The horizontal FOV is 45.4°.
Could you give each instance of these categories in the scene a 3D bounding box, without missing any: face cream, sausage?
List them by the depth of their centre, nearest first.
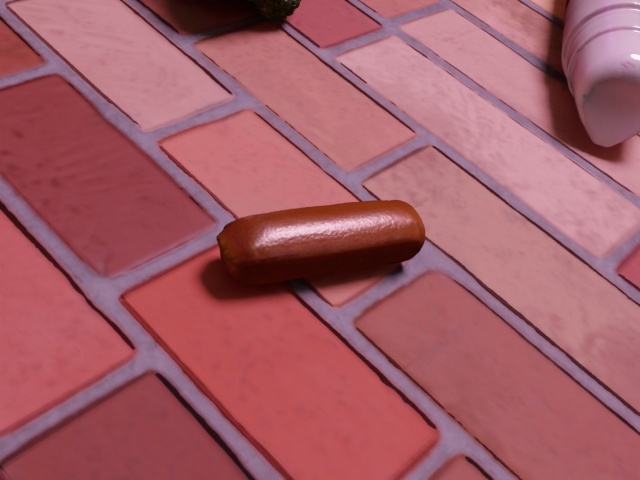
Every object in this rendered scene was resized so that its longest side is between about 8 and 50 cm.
[{"bbox_3d":[0.000,0.000,0.466,0.131,0.041,0.039,-7,55,-25],"label":"sausage"},{"bbox_3d":[0.286,-0.218,0.739,0.102,0.102,0.345,21,42,1],"label":"face cream"}]

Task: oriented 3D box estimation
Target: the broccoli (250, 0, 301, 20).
[{"bbox_3d":[-0.068,-0.264,0.646,0.138,0.146,0.162,-17,68,8],"label":"broccoli"}]
